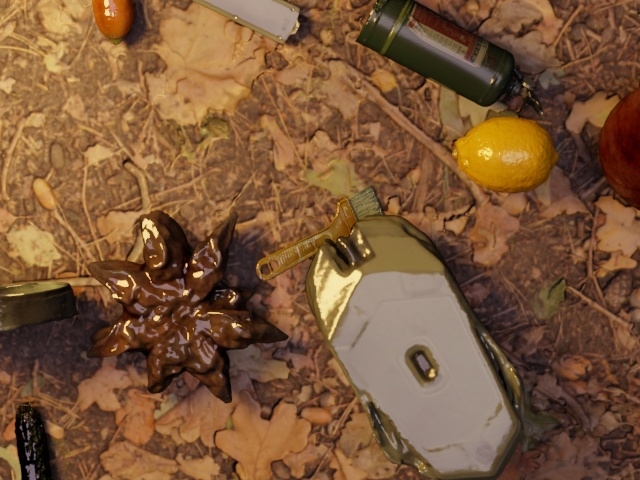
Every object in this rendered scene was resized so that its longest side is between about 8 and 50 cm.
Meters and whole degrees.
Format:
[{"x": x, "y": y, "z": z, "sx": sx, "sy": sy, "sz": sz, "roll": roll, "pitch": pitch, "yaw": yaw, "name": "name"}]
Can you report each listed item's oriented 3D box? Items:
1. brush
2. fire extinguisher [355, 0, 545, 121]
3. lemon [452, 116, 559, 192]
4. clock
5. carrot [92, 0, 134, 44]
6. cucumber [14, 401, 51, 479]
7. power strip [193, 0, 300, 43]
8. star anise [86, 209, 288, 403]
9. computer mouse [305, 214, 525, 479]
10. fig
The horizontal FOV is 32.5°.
[{"x": 0.000, "y": 0.000, "z": 1.641, "sx": 0.218, "sy": 0.010, "sz": 0.082, "roll": -27, "pitch": 98, "yaw": -13, "name": "brush"}, {"x": 0.202, "y": -0.263, "z": 1.589, "sx": 0.294, "sy": 0.118, "sz": 0.093, "roll": 26, "pitch": 132, "yaw": -4, "name": "fire extinguisher"}, {"x": 0.270, "y": -0.125, "z": 1.601, "sx": 0.155, "sy": 0.114, "sz": 0.114, "roll": 6, "pitch": 99, "yaw": 5, "name": "lemon"}, {"x": -0.465, "y": 0.095, "z": 1.575, "sx": 0.226, "sy": 0.226, "sz": 0.049, "roll": -5, "pitch": 95, "yaw": 0, "name": "clock"}, {"x": -0.296, "y": -0.419, "z": 1.580, "sx": 0.066, "sy": 0.062, "sz": 0.271, "roll": 6, "pitch": 96, "yaw": 32, "name": "carrot"}, {"x": -0.445, "y": 0.337, "z": 1.703, "sx": 0.053, "sy": 0.053, "sz": 0.181, "roll": -6, "pitch": 97, "yaw": 0, "name": "cucumber"}, {"x": -0.146, "y": -0.363, "z": 1.602, "sx": 0.252, "sy": 0.027, "sz": 0.060, "roll": 26, "pitch": 99, "yaw": -4, "name": "power strip"}, {"x": -0.195, "y": 0.099, "z": 1.636, "sx": 0.315, "sy": 0.108, "sz": 0.315, "roll": 0, "pitch": 99, "yaw": 3, "name": "star anise"}, {"x": 0.143, "y": 0.167, "z": 1.635, "sx": 0.228, "sy": 0.145, "sz": 0.429, "roll": -31, "pitch": 89, "yaw": 3, "name": "computer mouse"}, {"x": 0.519, "y": -0.136, "z": 1.555, "sx": 0.214, "sy": 0.235, "sz": 0.235, "roll": -42, "pitch": 99, "yaw": -32, "name": "fig"}]
